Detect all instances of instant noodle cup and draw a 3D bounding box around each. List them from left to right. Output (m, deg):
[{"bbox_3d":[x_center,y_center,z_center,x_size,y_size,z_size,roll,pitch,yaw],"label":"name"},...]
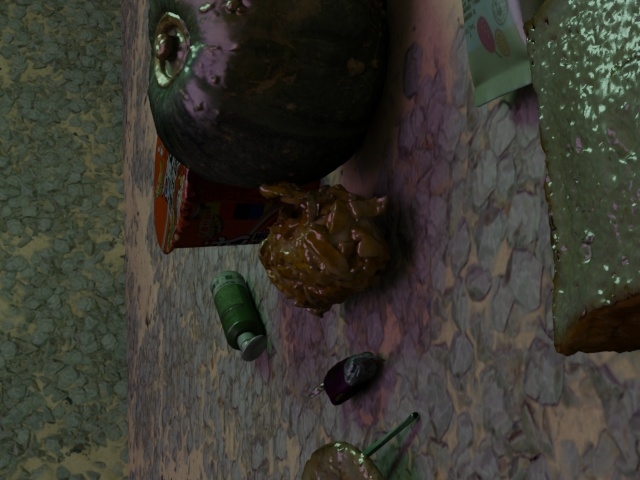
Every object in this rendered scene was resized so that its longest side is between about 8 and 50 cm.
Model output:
[{"bbox_3d":[-0.120,-0.100,1.413,0.250,0.192,0.250,-177,90,-72],"label":"instant noodle cup"}]

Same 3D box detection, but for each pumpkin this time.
[{"bbox_3d":[-0.061,-0.228,1.162,0.291,0.257,0.328,37,122,51],"label":"pumpkin"}]

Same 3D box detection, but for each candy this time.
[{"bbox_3d":[0.030,0.161,1.159,0.043,0.045,0.175,71,156,15],"label":"candy"},{"bbox_3d":[0.051,0.230,1.090,0.202,0.061,0.061,-51,39,47],"label":"candy"}]

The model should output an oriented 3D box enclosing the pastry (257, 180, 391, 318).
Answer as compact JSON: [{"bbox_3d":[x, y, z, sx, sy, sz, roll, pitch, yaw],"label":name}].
[{"bbox_3d":[0.000,0.000,1.134,0.154,0.102,0.250,60,161,7],"label":"pastry"}]

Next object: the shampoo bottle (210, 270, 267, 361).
[{"bbox_3d":[-0.130,0.122,1.606,0.204,0.065,0.065,-118,36,-57],"label":"shampoo bottle"}]

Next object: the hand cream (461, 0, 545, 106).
[{"bbox_3d":[0.148,-0.271,0.819,0.147,0.093,0.306,177,94,-80],"label":"hand cream"}]

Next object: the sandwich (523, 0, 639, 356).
[{"bbox_3d":[0.207,-0.068,0.623,0.226,0.087,0.251,142,129,-64],"label":"sandwich"}]

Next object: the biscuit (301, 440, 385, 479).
[{"bbox_3d":[0.038,0.316,1.052,0.220,0.033,0.220,28,125,51],"label":"biscuit"}]
